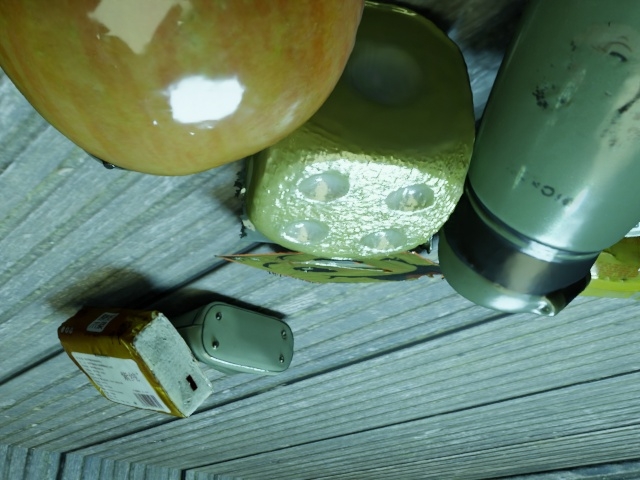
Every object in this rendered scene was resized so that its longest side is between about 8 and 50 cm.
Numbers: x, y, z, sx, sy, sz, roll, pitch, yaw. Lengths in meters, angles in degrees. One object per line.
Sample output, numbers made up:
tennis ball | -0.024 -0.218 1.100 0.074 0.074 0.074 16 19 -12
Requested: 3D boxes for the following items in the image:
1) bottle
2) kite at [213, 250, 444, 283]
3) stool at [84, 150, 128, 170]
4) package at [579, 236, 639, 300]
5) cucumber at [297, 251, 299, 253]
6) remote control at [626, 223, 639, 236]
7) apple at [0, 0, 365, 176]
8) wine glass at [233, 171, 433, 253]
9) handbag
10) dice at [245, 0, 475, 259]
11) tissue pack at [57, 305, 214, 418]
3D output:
bottle | 0.201 -0.080 0.531 0.169 0.168 0.346 8 134 -13
kite | 0.023 0.036 0.880 0.328 0.013 0.377 5 171 -19
stool | -0.169 -0.121 0.601 0.096 0.110 0.096 -1 148 -1
package | 0.392 0.021 0.885 0.227 0.090 0.168 3 149 -11
cucumber | 0.000 0.000 0.902 0.039 0.039 0.168 11 155 -19
remote control | 0.286 -0.092 0.661 0.104 0.052 0.247 -7 138 32
apple | -0.086 -0.165 0.406 0.242 0.241 0.241 -1 152 2
wine glass | 0.015 -0.035 0.769 0.222 0.103 0.103 0 152 0
handbag | -0.212 0.205 1.227 0.241 0.109 0.315 23 148 -34
dice | 0.026 -0.092 0.592 0.166 0.169 0.169 7 150 -12
tissue pack | -0.310 0.198 1.110 0.226 0.092 0.183 0 125 42
